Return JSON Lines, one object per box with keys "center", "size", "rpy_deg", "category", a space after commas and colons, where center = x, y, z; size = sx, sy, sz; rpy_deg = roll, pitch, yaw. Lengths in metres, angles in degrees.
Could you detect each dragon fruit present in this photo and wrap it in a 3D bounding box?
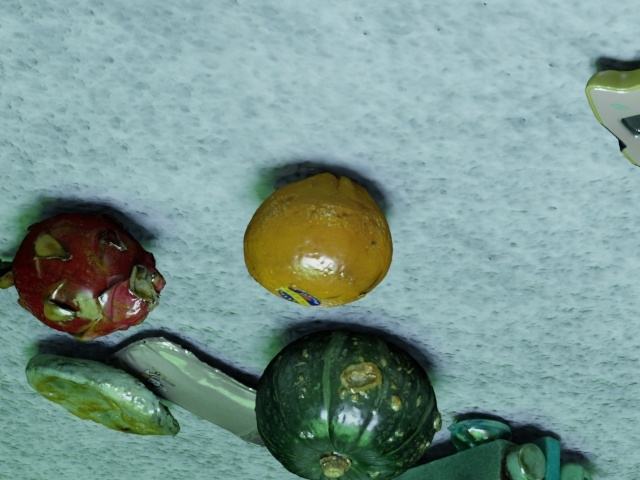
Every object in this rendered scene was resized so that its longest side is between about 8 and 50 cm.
{"center": [-0.256, 0.033, 1.909], "size": [0.246, 0.125, 0.125], "rpy_deg": [5, 125, 52], "category": "dragon fruit"}

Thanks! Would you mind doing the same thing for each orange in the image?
{"center": [0.000, 0.001, 1.752], "size": [0.135, 0.117, 0.135], "rpy_deg": [21, 160, 8], "category": "orange"}

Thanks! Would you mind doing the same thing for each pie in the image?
{"center": [-0.240, 0.173, 2.160], "size": [0.187, 0.041, 0.187], "rpy_deg": [20, 161, 7], "category": "pie"}

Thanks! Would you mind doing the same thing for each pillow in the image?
{"center": [-0.120, 0.169, 2.145], "size": [0.232, 0.038, 0.130], "rpy_deg": [29, 150, -20], "category": "pillow"}

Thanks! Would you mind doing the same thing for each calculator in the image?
{"center": [0.322, -0.085, 1.575], "size": [0.157, 0.033, 0.236], "rpy_deg": [-12, 144, 33], "category": "calculator"}

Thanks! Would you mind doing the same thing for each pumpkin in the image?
{"center": [0.026, 0.175, 1.999], "size": [0.190, 0.146, 0.190], "rpy_deg": [-6, 137, -6], "category": "pumpkin"}

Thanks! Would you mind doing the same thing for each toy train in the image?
{"center": [0.168, 0.296, 2.186], "size": [0.194, 0.120, 0.298], "rpy_deg": [24, 148, -32], "category": "toy train"}
